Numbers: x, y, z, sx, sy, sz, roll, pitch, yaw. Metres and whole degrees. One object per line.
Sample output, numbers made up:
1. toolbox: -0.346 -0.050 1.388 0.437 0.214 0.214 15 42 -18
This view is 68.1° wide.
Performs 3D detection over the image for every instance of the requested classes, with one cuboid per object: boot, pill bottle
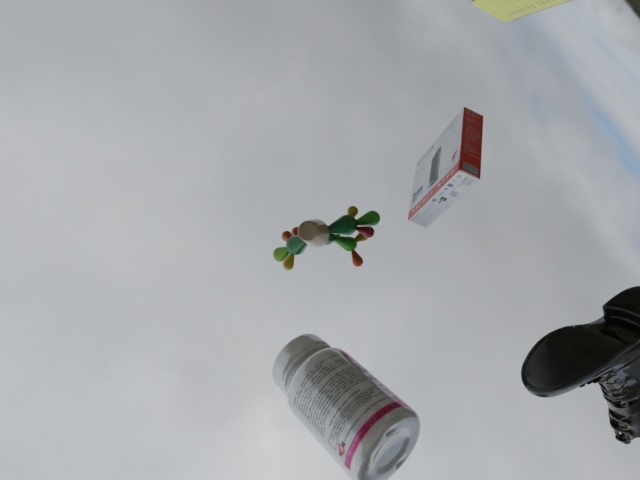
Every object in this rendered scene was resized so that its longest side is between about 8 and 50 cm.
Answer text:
1. boot: 0.429 0.213 0.688 0.229 0.262 0.091 65 172 -23
2. pill bottle: 0.037 0.308 0.909 0.160 0.161 0.283 0 -157 -41

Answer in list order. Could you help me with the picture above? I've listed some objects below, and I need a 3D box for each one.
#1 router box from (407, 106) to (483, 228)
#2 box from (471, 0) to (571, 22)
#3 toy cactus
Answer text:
1. router box: 0.443 -0.251 1.696 0.082 0.335 0.301 21 -124 -10
2. box: 0.212 -0.337 0.440 0.058 0.087 0.233 11 -87 -30
3. toy cactus: 0.000 0.000 0.856 0.180 0.218 0.112 12 -112 -74
